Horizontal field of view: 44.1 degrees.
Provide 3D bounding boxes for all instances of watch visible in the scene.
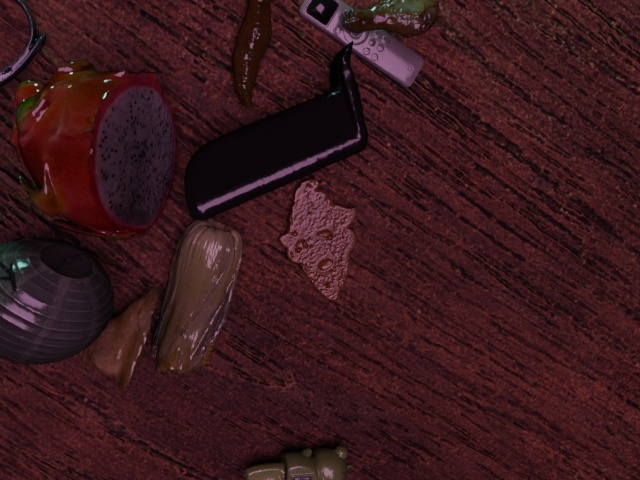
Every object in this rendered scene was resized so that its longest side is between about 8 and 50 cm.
[{"bbox_3d":[-0.593,-0.345,1.353,0.193,0.068,0.206,34,91,-15],"label":"watch"}]

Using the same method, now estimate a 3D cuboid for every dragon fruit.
[{"bbox_3d":[-0.398,-0.157,1.339,0.226,0.305,0.305,7,101,16],"label":"dragon fruit"}]

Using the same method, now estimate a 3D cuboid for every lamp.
[{"bbox_3d":[-0.496,0.109,1.374,0.233,0.265,0.233,3,97,25],"label":"lamp"}]

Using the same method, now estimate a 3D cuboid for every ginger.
[{"bbox_3d":[-0.376,0.166,1.485,0.123,0.115,0.193,23,86,0],"label":"ginger"}]

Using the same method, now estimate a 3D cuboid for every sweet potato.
[{"bbox_3d":[-0.122,-0.381,1.445,0.067,0.067,0.273,8,94,-13],"label":"sweet potato"}]

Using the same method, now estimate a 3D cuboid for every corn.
[{"bbox_3d":[-0.234,0.109,1.488,0.123,0.122,0.305,14,100,-13],"label":"corn"}]

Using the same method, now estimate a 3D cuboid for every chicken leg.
[{"bbox_3d":[0.133,-0.417,1.474,0.198,0.069,0.084,-11,96,-17],"label":"chicken leg"}]

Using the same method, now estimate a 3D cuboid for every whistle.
[{"bbox_3d":[-0.042,0.476,1.621,0.228,0.085,0.105,-1,101,-13],"label":"whistle"}]

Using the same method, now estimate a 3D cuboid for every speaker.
[{"bbox_3d":[-0.088,-0.193,1.437,0.388,0.180,0.184,-25,98,-7],"label":"speaker"}]

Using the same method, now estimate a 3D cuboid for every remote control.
[{"bbox_3d":[0.081,-0.386,1.500,0.261,0.029,0.067,31,93,-15],"label":"remote control"}]

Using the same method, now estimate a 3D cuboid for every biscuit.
[{"bbox_3d":[0.000,0.000,1.560,0.163,0.035,0.250,-12,103,-4],"label":"biscuit"}]
